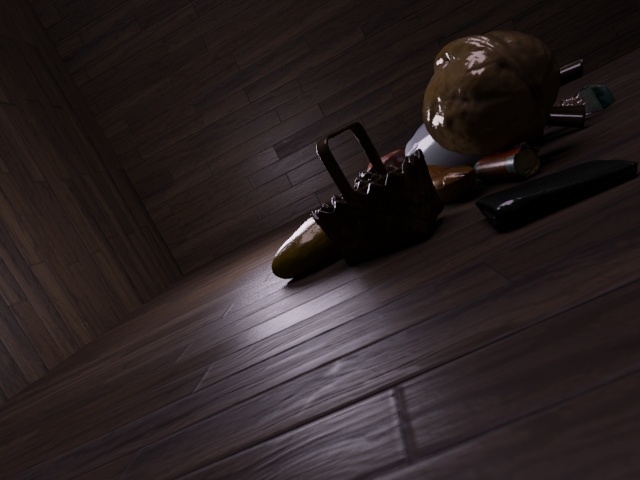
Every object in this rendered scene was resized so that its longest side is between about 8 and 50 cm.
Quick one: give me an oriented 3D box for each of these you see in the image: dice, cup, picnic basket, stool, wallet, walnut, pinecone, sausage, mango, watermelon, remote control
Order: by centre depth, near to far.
[{"bbox_3d":[0.425,-0.095,0.802,0.245,0.052,0.168,-21,9,12],"label":"wallet"},{"bbox_3d":[0.120,-0.131,1.077,0.291,0.321,0.254,-24,12,34],"label":"picnic basket"},{"bbox_3d":[0.485,-0.201,1.165,0.083,0.083,0.264,-27,7,-3],"label":"sausage"},{"bbox_3d":[0.466,-0.407,1.200,0.381,0.382,0.381,-26,8,4],"label":"walnut"},{"bbox_3d":[0.346,-0.165,1.271,0.134,0.116,0.354,-14,10,-6],"label":"sausage"},{"bbox_3d":[0.005,-0.002,1.287,0.331,0.142,0.195,-38,7,-21],"label":"mango"},{"bbox_3d":[0.749,-0.458,1.396,0.178,0.272,0.272,-2,21,33],"label":"stool"},{"bbox_3d":[0.594,-0.275,1.454,0.212,0.028,0.059,-30,4,-24],"label":"remote control"},{"bbox_3d":[0.190,-0.159,1.528,0.212,0.168,0.186,-62,-9,-53],"label":"pinecone"},{"bbox_3d":[0.926,-0.486,1.577,0.154,0.095,0.241,-24,2,-35],"label":"watermelon"},{"bbox_3d":[0.502,-0.378,1.580,0.253,0.253,0.371,-32,-2,-30],"label":"cup"},{"bbox_3d":[0.353,-0.337,2.115,0.173,0.175,0.179,-28,7,-16],"label":"dice"}]

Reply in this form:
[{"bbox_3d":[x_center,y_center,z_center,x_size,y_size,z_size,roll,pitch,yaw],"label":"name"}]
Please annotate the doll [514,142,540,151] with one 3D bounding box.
[{"bbox_3d":[0.562,-0.241,1.249,0.099,0.057,0.143,-53,17,-23],"label":"doll"}]
